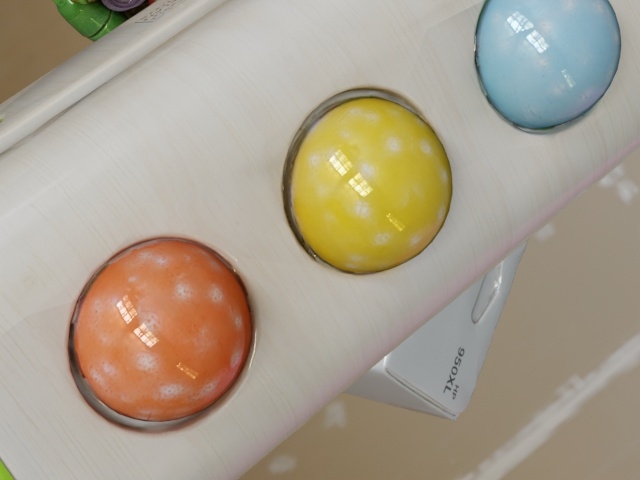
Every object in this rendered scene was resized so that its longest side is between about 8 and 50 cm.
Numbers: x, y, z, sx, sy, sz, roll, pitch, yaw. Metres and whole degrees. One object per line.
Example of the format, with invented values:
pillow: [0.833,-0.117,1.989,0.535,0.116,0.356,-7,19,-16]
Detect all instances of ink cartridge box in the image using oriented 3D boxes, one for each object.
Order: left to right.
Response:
ink cartridge box: [0.000,0.000,1.542,0.395,0.285,0.166,10,163,38]

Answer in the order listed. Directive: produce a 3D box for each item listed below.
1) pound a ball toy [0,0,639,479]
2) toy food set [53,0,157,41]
pound a ball toy: [-0.042,-0.041,0.452,0.136,0.319,0.208,15,137,59]
toy food set: [-0.144,-0.196,1.222,0.218,0.128,0.071,30,-144,-45]
